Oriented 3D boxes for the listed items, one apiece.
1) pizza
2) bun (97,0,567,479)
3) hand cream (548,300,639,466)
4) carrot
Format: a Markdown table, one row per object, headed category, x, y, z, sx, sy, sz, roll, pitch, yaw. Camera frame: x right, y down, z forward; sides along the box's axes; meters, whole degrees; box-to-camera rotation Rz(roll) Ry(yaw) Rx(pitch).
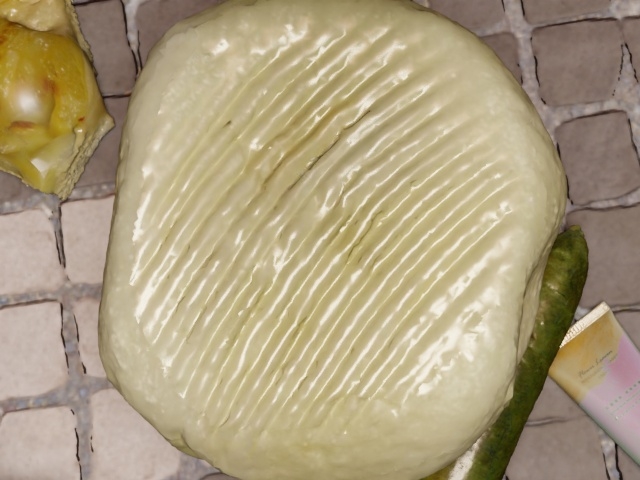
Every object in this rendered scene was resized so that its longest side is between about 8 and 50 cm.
| category | x | y | z | sx | sy | sz | roll | pitch | yaw |
| --- | --- | --- | --- | --- | --- | --- | --- | --- | --- |
| pizza | -0.255 | -0.152 | 0.921 | 0.188 | 0.080 | 0.204 | 31 | 82 | 7 |
| bun | 0.000 | 0.000 | 0.809 | 0.352 | 0.227 | 0.349 | 43 | 85 | 6 |
| hand cream | 0.252 | 0.138 | 0.873 | 0.076 | 0.047 | 0.174 | -38 | 73 | 1 |
| carrot | 0.127 | 0.146 | 0.860 | 0.074 | 0.074 | 0.358 | 26 | 82 | 6 |
